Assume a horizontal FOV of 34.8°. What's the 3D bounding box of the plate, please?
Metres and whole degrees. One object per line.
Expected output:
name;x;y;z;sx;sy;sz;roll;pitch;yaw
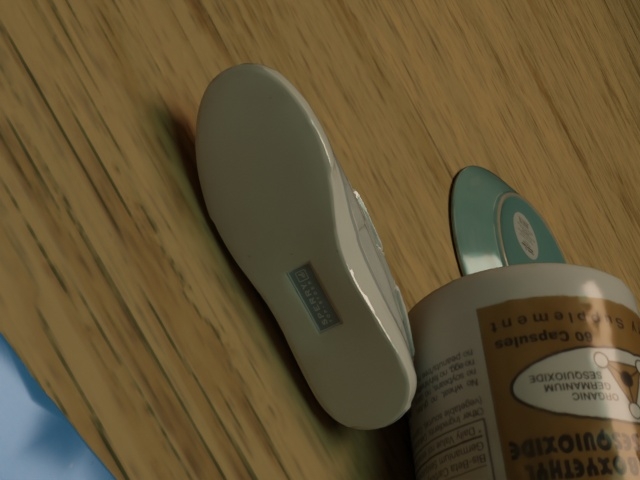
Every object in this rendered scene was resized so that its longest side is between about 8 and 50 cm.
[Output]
plate;0.156;0.026;0.765;0.188;0.024;0.188;36;42;-40

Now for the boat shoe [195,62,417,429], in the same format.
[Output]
boat shoe;0.000;0.000;0.499;0.184;0.066;0.063;60;16;-5

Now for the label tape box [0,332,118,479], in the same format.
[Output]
label tape box;-0.150;0.056;0.163;0.249;0.115;0.347;58;32;-13

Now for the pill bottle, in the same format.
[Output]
pill bottle;0.116;0.138;0.509;0.131;0.131;0.229;30;45;-46
